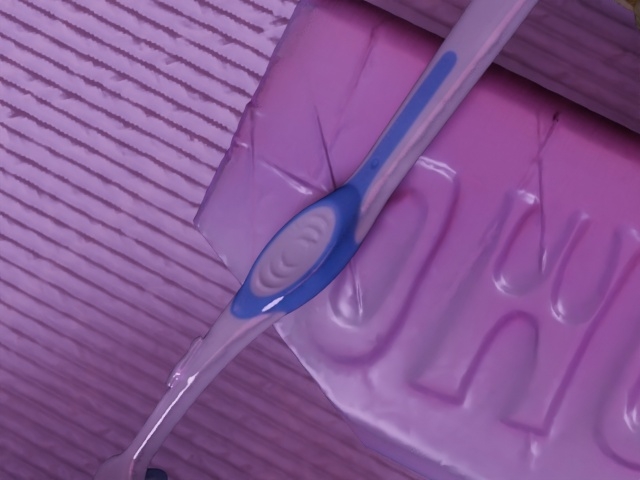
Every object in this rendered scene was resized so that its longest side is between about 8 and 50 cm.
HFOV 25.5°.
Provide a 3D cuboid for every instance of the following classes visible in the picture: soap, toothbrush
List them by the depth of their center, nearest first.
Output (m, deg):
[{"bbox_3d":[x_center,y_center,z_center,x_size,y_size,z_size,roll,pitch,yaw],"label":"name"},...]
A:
[{"bbox_3d":[-0.003,-0.002,0.632,0.040,0.040,0.386,36,100,4],"label":"toothbrush"},{"bbox_3d":[0.103,0.031,0.693,0.323,0.109,0.193,27,99,5],"label":"soap"}]

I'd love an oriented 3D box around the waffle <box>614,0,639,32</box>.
[{"bbox_3d":[0.259,-0.152,0.576,0.297,0.073,0.317,-33,70,6],"label":"waffle"}]
